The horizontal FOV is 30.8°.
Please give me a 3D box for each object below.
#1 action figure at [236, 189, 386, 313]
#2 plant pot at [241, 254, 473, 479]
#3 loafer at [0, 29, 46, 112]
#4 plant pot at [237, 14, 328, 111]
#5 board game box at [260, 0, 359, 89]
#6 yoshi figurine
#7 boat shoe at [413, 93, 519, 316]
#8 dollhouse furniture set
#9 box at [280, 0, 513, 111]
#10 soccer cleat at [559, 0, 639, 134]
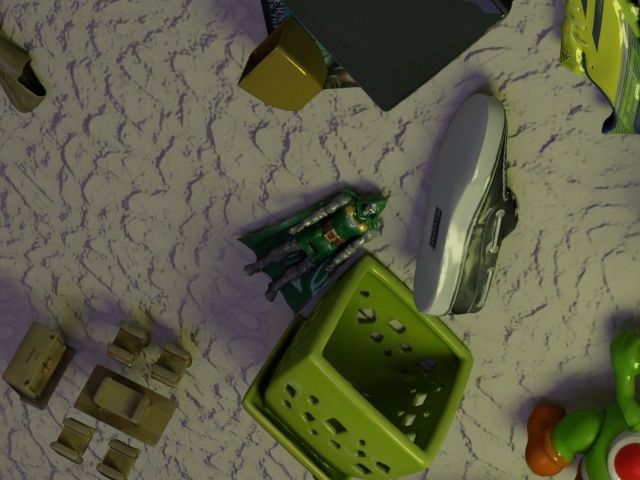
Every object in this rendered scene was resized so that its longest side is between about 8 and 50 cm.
[{"bbox_3d":[0.000,0.000,1.582,0.232,0.063,0.137,-35,101,30],"label":"action figure"},{"bbox_3d":[0.041,0.197,1.592,0.227,0.228,0.207,45,131,-11],"label":"plant pot"},{"bbox_3d":[-0.424,-0.245,1.592,0.050,0.056,0.148,-15,124,27],"label":"loafer"},{"bbox_3d":[-0.039,-0.207,1.422,0.083,0.081,0.081,39,126,-19],"label":"plant pot"},{"bbox_3d":[-0.007,-0.276,1.431,0.126,0.026,0.186,-1,120,21],"label":"board game box"},{"bbox_3d":[0.442,0.217,1.514,0.362,0.204,0.203,-40,60,49],"label":"yoshi figurine"},{"bbox_3d":[0.200,-0.038,1.462,0.102,0.108,0.301,3,113,-19],"label":"boat shoe"},{"bbox_3d":[-0.342,0.234,1.778,0.242,0.212,0.161,25,162,5],"label":"dollhouse furniture set"},{"bbox_3d":[0.063,-0.340,1.200,0.296,0.294,0.183,46,124,-10],"label":"box"},{"bbox_3d":[0.307,-0.242,1.294,0.121,0.093,0.289,-17,113,31],"label":"soccer cleat"}]
